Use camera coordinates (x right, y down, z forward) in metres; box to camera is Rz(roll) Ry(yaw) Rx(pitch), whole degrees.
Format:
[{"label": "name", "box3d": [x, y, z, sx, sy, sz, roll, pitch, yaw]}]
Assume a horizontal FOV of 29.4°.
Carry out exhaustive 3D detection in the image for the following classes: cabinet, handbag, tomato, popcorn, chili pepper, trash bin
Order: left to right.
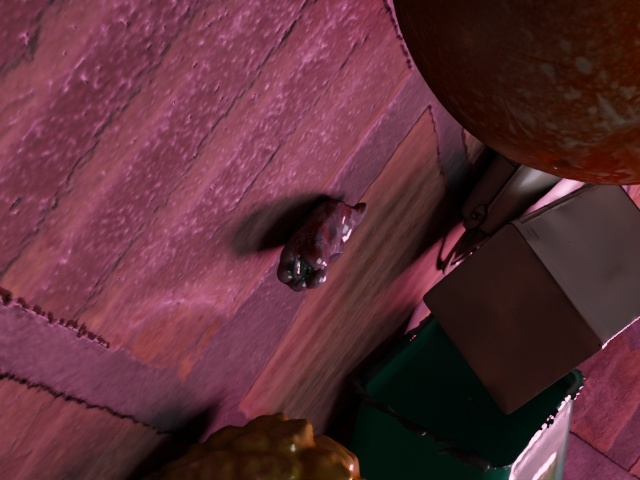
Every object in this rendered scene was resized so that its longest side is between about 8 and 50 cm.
[{"label": "popcorn", "box3d": [-0.082, 0.265, 0.959, 0.286, 0.174, 0.225, -44, 145, -3]}, {"label": "chili pepper", "box3d": [-0.001, -0.001, 0.900, 0.050, 0.041, 0.153, -43, -174, 27]}, {"label": "trash bin", "box3d": [0.130, 0.286, 1.391, 0.259, 0.295, 0.381, -37, 143, -44]}, {"label": "handbag", "box3d": [0.244, -0.071, 1.294, 0.315, 0.109, 0.241, -57, 161, 14]}, {"label": "cabinet", "box3d": [0.242, 0.047, 1.242, 0.206, 0.150, 0.145, -24, 164, -47]}, {"label": "tomato", "box3d": [0.158, -0.171, 0.727, 0.270, 0.222, 0.270, -29, 123, -57]}]

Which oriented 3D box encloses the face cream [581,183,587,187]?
[{"label": "face cream", "box3d": [0.362, -0.102, 1.609, 0.114, 0.070, 0.224, -62, 169, 17]}]
